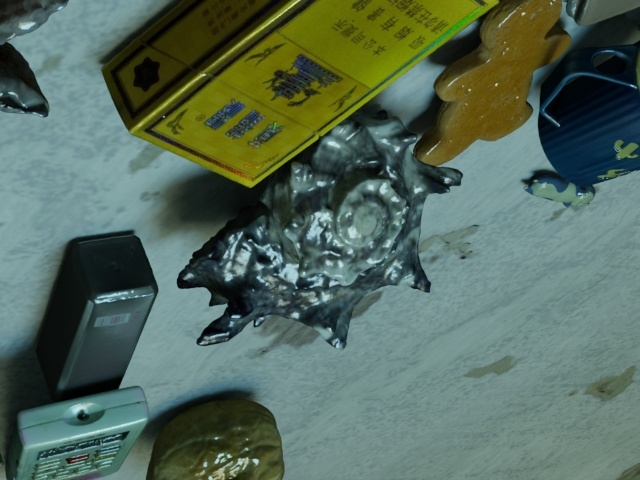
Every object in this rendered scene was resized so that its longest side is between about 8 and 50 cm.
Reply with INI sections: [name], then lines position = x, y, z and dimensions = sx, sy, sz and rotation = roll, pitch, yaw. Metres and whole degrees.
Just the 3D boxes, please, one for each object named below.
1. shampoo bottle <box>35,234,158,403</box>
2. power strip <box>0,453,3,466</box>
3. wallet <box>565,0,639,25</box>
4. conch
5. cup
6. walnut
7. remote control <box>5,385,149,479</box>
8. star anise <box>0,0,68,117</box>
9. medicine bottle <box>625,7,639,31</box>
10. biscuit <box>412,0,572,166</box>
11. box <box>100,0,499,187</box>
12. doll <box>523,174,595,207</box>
[shampoo bottle]
position = -0.244, 0.095, 1.694
dimensions = 0.080, 0.079, 0.246
rotation = -7, 147, -27
[power strip]
position = -0.507, 0.292, 1.826
dimensions = 0.286, 0.080, 0.048
rotation = -14, 156, -23
[wallet]
position = 0.296, -0.278, 1.523
dimensions = 0.118, 0.038, 0.152
rotation = -21, 148, -25
[conch]
position = -0.007, -0.011, 1.591
dimensions = 0.313, 0.186, 0.240
rotation = -29, 150, 7
[cup]
position = 0.301, -0.137, 1.638
dimensions = 0.176, 0.131, 0.155
rotation = 25, 149, -29
[walnut]
position = -0.136, 0.284, 2.027
dimensions = 0.184, 0.155, 0.155
rotation = -16, 151, -11
[remote control]
position = -0.288, 0.238, 1.840
dimensions = 0.145, 0.050, 0.344
rotation = -12, 165, -16
[star anise]
position = -0.305, -0.151, 1.192
dimensions = 0.236, 0.093, 0.229
rotation = -6, 128, -9
[medicine bottle]
position = 0.401, -0.226, 1.686
dimensions = 0.221, 0.061, 0.092
rotation = 19, 110, -49
[biscuit]
position = 0.178, -0.175, 1.611
dimensions = 0.165, 0.036, 0.250
rotation = -24, 155, -24
[box]
position = -0.017, -0.182, 1.398
dimensions = 0.301, 0.084, 0.193
rotation = -36, 150, 19
[doll]
position = 0.288, -0.060, 1.904
dimensions = 0.125, 0.027, 0.037
rotation = 7, 146, -45
